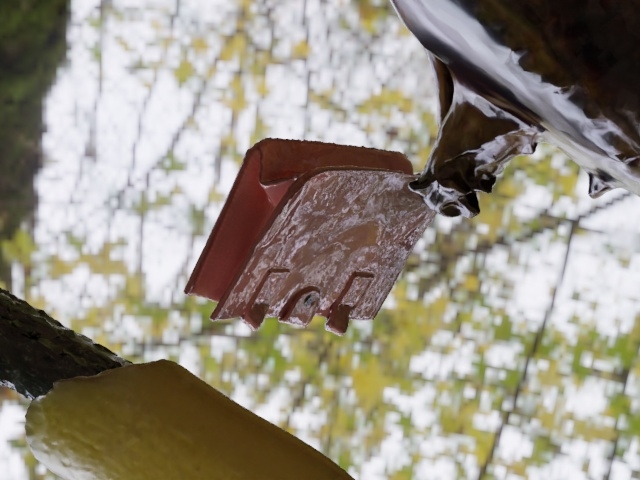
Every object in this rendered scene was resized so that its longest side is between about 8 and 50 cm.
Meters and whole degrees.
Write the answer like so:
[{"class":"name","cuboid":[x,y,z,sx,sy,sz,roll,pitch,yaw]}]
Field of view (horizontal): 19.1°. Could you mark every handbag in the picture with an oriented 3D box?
[{"class":"handbag","cuboid":[0.000,0.000,1.529,0.059,0.157,0.212,39,-160,32]}]

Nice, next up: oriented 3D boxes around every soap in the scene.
[{"class":"soap","cuboid":[-0.047,0.105,0.824,0.168,0.089,0.033,38,-159,5]}]

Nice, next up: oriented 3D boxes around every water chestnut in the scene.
[{"class":"water chestnut","cuboid":[0.164,-0.136,1.173,0.302,0.350,0.350,-47,-130,3]}]

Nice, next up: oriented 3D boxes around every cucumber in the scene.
[{"class":"cucumber","cuboid":[-0.099,0.080,0.925,0.257,0.044,0.043,30,-94,6]}]
